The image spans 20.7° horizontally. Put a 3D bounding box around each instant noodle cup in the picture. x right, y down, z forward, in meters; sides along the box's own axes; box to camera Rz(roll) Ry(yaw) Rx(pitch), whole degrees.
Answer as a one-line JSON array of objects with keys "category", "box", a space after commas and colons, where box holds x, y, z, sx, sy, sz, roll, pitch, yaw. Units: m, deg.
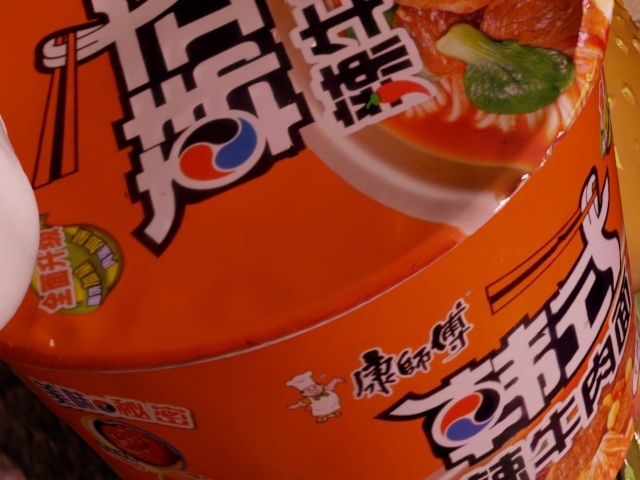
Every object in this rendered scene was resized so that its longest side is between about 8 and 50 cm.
[{"category": "instant noodle cup", "box": [0.000, 0.000, 0.615, 0.192, 0.250, 0.250, 63, 14, -44]}]

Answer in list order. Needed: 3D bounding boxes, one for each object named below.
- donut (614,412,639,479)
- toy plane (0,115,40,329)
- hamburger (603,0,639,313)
[{"category": "donut", "box": [0.194, 0.159, 1.255, 0.272, 0.107, 0.272, 56, 22, -36]}, {"category": "toy plane", "box": [-0.152, -0.052, 0.388, 0.252, 0.118, 0.252, 54, 2, -3]}, {"category": "hamburger", "box": [0.108, -0.058, 1.062, 0.274, 0.212, 0.274, 57, 19, -32]}]
